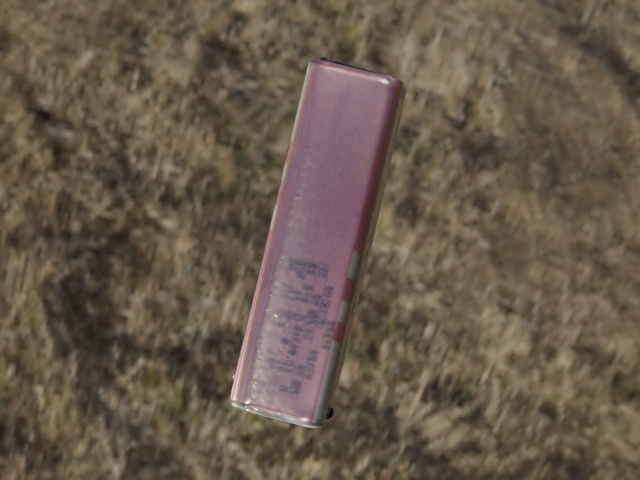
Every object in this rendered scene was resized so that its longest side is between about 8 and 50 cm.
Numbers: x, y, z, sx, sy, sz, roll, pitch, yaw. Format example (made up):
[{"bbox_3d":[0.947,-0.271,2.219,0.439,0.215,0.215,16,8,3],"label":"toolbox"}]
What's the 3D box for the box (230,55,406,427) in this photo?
[{"bbox_3d":[0.000,0.000,1.119,0.069,0.224,0.120,13,1,4],"label":"box"}]
